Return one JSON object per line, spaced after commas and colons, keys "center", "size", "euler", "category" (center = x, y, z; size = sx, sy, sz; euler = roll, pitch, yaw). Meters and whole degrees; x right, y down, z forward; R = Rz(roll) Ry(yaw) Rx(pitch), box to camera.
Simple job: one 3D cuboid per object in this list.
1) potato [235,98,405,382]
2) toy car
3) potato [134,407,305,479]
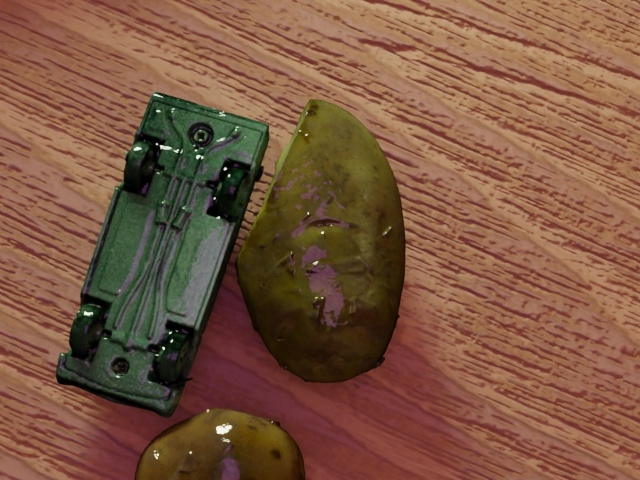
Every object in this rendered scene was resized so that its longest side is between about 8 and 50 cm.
{"center": [0.000, 0.000, 1.309], "size": [0.176, 0.141, 0.298], "euler": [2, 74, -16], "category": "potato"}
{"center": [-0.157, 0.015, 1.313], "size": [0.141, 0.097, 0.321], "euler": [17, 81, 6], "category": "toy car"}
{"center": [-0.103, 0.239, 1.273], "size": [0.175, 0.137, 0.137], "euler": [-16, 83, -3], "category": "potato"}
